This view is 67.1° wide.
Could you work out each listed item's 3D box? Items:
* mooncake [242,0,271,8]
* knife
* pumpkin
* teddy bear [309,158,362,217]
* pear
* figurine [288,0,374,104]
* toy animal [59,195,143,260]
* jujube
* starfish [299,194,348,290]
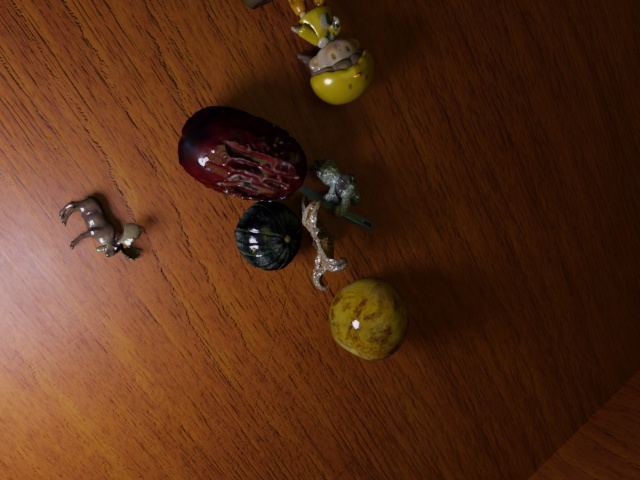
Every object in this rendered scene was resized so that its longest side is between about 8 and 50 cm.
[{"bbox_3d":[-0.120,-0.780,1.354,0.284,0.284,0.155,-39,115,-13],"label":"mooncake"},{"bbox_3d":[0.061,-0.110,1.659,0.313,0.019,0.044,25,80,-23],"label":"knife"},{"bbox_3d":[-0.156,-0.016,1.489,0.221,0.162,0.220,-17,113,-47],"label":"pumpkin"},{"bbox_3d":[0.061,-0.183,1.592,0.133,0.111,0.213,-48,112,-28],"label":"teddy bear"},{"bbox_3d":[0.163,0.257,1.615,0.281,0.281,0.280,-3,98,-22],"label":"pear"},{"bbox_3d":[0.037,-0.597,1.500,0.215,0.187,0.343,-25,100,-8],"label":"figurine"},{"bbox_3d":[-0.608,-0.026,1.354,0.186,0.094,0.214,-22,97,-27],"label":"toy animal"},{"bbox_3d":[-0.230,-0.248,1.407,0.377,0.258,0.258,21,89,-30],"label":"jujube"},{"bbox_3d":[0.004,0.001,1.511,0.113,0.303,0.311,-14,92,-2],"label":"starfish"}]
